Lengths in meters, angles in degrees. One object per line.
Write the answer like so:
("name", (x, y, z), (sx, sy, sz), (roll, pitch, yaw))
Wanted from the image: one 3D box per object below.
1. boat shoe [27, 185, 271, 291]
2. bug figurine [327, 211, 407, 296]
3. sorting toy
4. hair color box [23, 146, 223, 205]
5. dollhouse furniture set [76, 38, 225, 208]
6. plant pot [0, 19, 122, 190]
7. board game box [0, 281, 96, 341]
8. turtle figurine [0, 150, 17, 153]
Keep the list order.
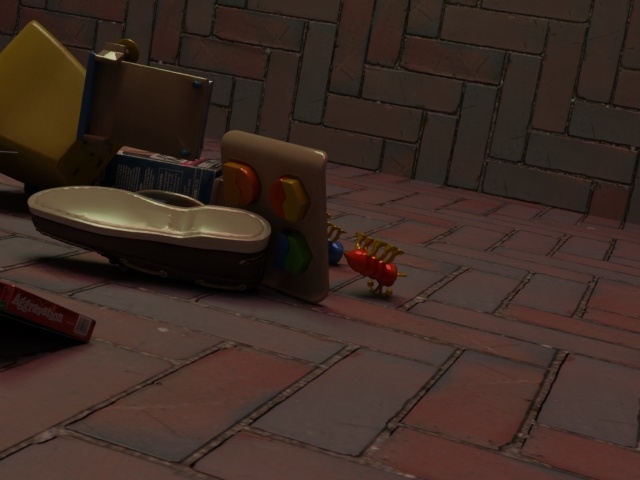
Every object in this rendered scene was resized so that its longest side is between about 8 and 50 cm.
("boat shoe", (-0.231, 0.000, 1.323), (0.324, 0.097, 0.117), (8, 30, -1))
("bug figurine", (0.000, 0.000, 1.495), (0.216, 0.072, 0.279), (28, -2, -24))
("sorting toy", (-0.068, -0.033, 1.344), (0.193, 0.208, 0.038), (18, 26, 39))
("hair color box", (-0.353, -0.120, 1.846), (0.347, 0.105, 0.174), (10, 10, 4))
("dollhouse furniture set", (-0.216, -0.151, 1.584), (0.286, 0.303, 0.198), (12, 11, 11))
("plant pot", (-0.450, -0.196, 1.658), (0.187, 0.212, 0.212), (33, -17, 13))
("board game box", (-0.380, 0.041, 1.002), (0.281, 0.027, 0.145), (14, -13, 22))
("turtle figurine", (-0.586, -0.100, 1.488), (0.234, 0.118, 0.175), (-6, -7, 1))
